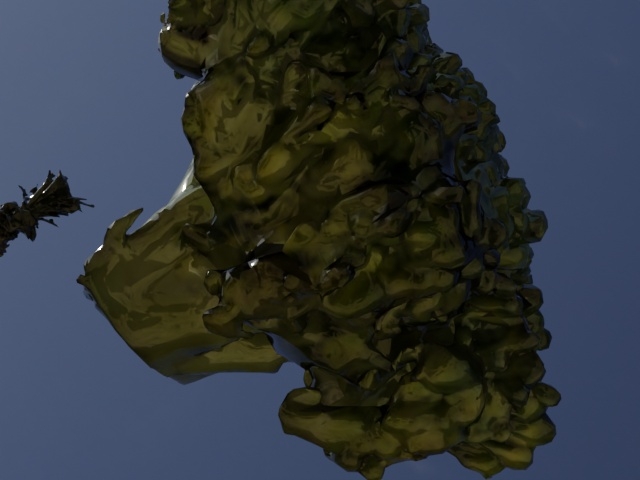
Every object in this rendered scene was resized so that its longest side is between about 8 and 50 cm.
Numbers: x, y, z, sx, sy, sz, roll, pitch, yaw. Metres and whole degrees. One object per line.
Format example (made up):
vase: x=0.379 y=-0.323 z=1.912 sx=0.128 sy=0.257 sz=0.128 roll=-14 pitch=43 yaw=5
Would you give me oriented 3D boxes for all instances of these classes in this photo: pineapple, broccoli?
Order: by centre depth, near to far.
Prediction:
broccoli: x=0.019 y=-0.017 z=0.963 sx=0.324 sy=0.334 sz=0.272 roll=27 pitch=-96 yaw=6
pineapple: x=-0.244 y=-0.016 z=1.288 sx=0.124 sy=0.058 sz=0.058 roll=-25 pitch=-112 yaw=3
